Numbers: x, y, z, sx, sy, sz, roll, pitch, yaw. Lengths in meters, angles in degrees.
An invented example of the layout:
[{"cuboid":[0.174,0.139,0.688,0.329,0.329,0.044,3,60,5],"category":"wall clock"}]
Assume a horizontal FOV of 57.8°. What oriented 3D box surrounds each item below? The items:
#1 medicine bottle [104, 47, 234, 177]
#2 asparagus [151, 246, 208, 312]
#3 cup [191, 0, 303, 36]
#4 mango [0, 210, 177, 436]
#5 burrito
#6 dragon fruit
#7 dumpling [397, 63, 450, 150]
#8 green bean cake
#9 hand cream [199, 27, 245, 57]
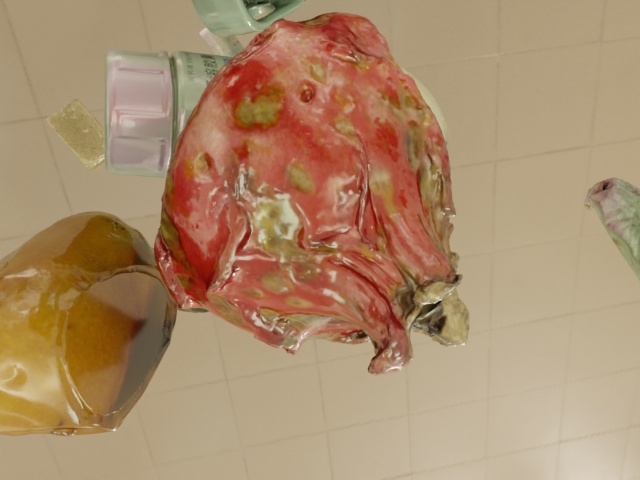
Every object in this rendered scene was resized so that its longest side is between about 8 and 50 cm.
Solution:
[{"cuboid":[-0.136,-0.128,0.602,0.168,0.135,0.135,0,116,-20],"category":"medicine bottle"},{"cuboid":[-0.389,0.071,1.312,0.381,0.108,0.128,25,128,-3],"category":"asparagus"},{"cuboid":[-0.109,-0.526,0.811,0.310,0.401,0.392,-29,157,13],"category":"cup"},{"cuboid":[-0.232,0.061,0.511,0.166,0.236,0.136,-11,121,22],"category":"mango"},{"cuboid":[0.523,-0.008,0.934,0.143,0.229,0.089,18,132,-38],"category":"burrito"},{"cuboid":[0.000,0.000,0.379,0.134,0.211,0.262,-19,133,-49],"category":"dragon fruit"},{"cuboid":[0.099,-0.204,1.041,0.233,0.316,0.395,-16,153,10],"category":"dumpling"},{"cuboid":[-0.661,-0.294,1.620,0.109,0.085,0.179,-40,97,-11],"category":"green bean cake"},{"cuboid":[-0.198,-0.445,1.555,0.312,0.070,0.111,49,58,-23],"category":"hand cream"}]
